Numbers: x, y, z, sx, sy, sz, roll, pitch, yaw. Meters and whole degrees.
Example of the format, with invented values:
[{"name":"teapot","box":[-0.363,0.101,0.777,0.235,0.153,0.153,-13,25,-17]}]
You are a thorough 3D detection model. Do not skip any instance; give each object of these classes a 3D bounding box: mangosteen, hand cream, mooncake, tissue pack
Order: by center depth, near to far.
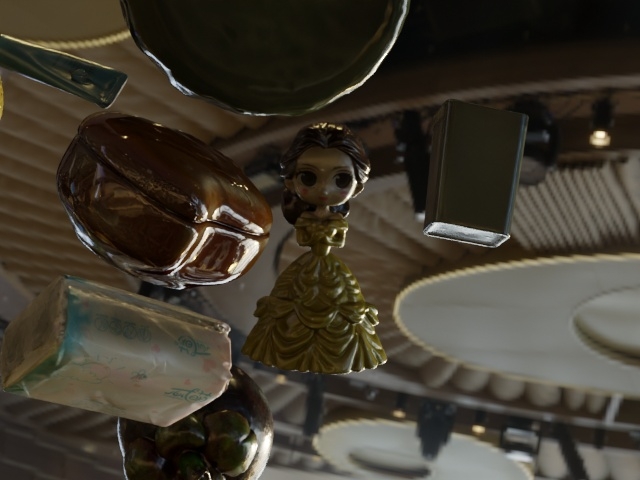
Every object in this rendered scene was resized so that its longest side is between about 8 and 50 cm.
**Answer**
[{"name":"mooncake","box":[-0.072,-0.327,1.352,0.356,0.356,0.194,22,3,-17]},{"name":"tissue pack","box":[-0.284,0.161,1.567,0.271,0.124,0.201,19,-34,-33]},{"name":"hand cream","box":[-0.415,-0.266,1.740,0.224,0.083,0.048,19,-39,4]},{"name":"mangosteen","box":[-0.225,0.368,2.082,0.300,0.300,0.300,11,-27,5]}]

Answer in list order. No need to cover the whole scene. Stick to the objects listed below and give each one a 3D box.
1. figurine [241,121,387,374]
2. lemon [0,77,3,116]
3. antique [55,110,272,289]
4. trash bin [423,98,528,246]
[{"name":"figurine","box":[-0.001,0.001,1.482,0.187,0.315,0.168,9,14,27]},{"name":"lemon","box":[-0.724,-0.257,2.087,0.258,0.310,0.258,0,-40,0]},{"name":"antique","box":[-0.158,-0.039,1.149,0.223,0.129,0.278,29,10,-8]},{"name":"trash bin","box":[0.290,-0.123,2.120,0.164,0.240,0.122,9,-14,-7]}]
